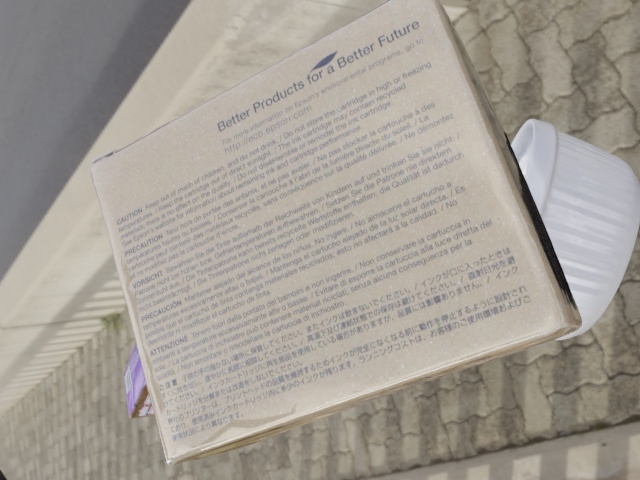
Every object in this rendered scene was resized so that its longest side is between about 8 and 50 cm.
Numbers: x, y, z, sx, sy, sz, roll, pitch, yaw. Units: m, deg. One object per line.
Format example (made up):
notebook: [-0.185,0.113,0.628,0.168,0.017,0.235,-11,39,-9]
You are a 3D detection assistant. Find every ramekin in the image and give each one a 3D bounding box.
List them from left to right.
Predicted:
ramekin: [0.218,-0.003,0.693,0.207,0.109,0.207,18,-90,-85]

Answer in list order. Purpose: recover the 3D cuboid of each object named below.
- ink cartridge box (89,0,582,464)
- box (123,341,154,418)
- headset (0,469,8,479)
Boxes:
ink cartridge box: [0.000,0.000,0.417,0.235,0.088,0.193,-23,73,21]
box: [-0.073,0.094,0.725,0.293,0.201,0.057,123,138,-50]
headset: [-0.331,0.277,0.612,0.243,0.185,0.394,62,179,2]
